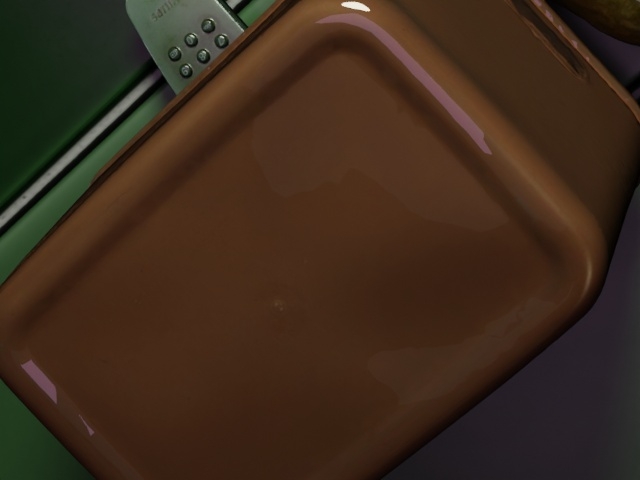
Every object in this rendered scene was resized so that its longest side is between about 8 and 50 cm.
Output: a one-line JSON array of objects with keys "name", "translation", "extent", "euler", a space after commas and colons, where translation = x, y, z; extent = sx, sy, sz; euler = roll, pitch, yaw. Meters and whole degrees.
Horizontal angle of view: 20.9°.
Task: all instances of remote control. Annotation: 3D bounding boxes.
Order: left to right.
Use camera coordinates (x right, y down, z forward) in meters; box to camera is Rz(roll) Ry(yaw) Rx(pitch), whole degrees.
[{"name": "remote control", "translation": [-0.046, -0.089, 1.148], "extent": [0.072, 0.042, 0.222], "euler": [-37, 90, 17]}]

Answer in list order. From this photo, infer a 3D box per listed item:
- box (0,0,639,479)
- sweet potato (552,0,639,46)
[{"name": "box", "translation": [0.000, 0.000, 1.016], "extent": [0.339, 0.229, 0.239], "euler": [-41, 97, 23]}, {"name": "sweet potato", "translation": [0.180, -0.151, 1.066], "extent": [0.286, 0.085, 0.112], "euler": [32, 117, 6]}]
